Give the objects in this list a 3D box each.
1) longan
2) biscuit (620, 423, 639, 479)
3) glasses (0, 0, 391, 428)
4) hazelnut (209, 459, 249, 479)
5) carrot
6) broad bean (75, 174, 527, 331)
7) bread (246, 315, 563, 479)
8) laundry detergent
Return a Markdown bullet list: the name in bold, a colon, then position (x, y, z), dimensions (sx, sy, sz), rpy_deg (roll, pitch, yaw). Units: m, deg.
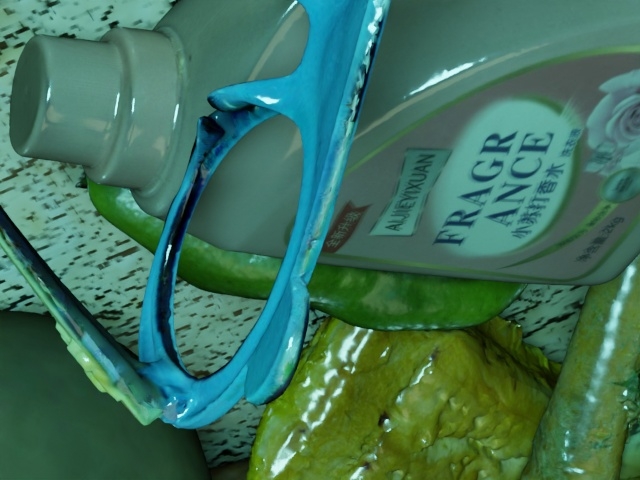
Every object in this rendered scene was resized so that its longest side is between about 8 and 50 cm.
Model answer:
- **longan**: position (-0.130, 0.121, 0.734), dimensions (0.198, 0.198, 0.212), rpy_deg (-15, 146, -4)
- **biscuit**: position (0.275, 0.005, 0.788), dimensions (0.329, 0.078, 0.335), rpy_deg (-7, 126, -4)
- **glasses**: position (-0.073, -0.077, 0.553), dimensions (0.207, 0.102, 0.239), rpy_deg (19, 104, 6)
- **hazelnut**: position (-0.032, 0.172, 0.894), dimensions (0.143, 0.143, 0.154), rpy_deg (-25, 128, 9)
- **carrot**: position (0.112, 0.060, 0.796), dimensions (0.049, 0.049, 0.254), rpy_deg (5, 107, -29)
- **broad bean**: position (0.004, 0.006, 0.742), dimensions (0.195, 0.061, 0.046), rpy_deg (3, 136, -27)
- **bread**: position (0.076, 0.105, 0.878), dimensions (0.271, 0.077, 0.139), rpy_deg (31, 93, -50)
- **laundry detergent**: position (0.027, -0.064, 0.653), dimensions (0.237, 0.076, 0.171), rpy_deg (7, 134, -26)
